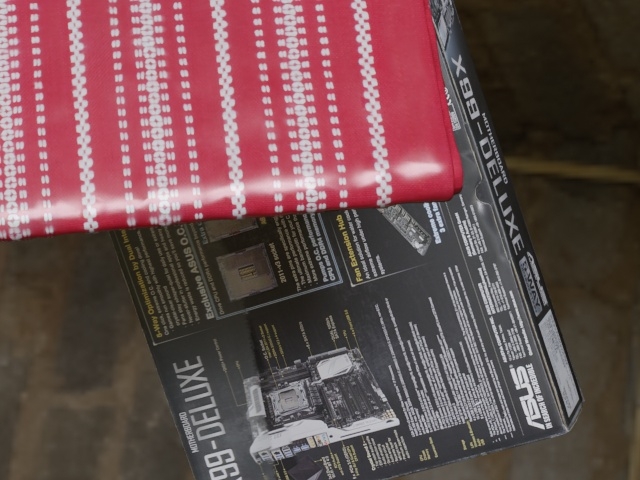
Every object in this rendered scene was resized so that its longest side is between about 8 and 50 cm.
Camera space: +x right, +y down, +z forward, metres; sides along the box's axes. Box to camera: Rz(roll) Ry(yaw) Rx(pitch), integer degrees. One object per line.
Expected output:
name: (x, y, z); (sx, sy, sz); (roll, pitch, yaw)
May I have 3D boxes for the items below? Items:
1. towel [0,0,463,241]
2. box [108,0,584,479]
towel: (-0.083, -0.095, 0.714); (0.031, 0.275, 0.199); (101, -18, -68)
box: (0.000, 0.000, 1.047); (0.076, 0.242, 0.307); (-33, 104, -71)
